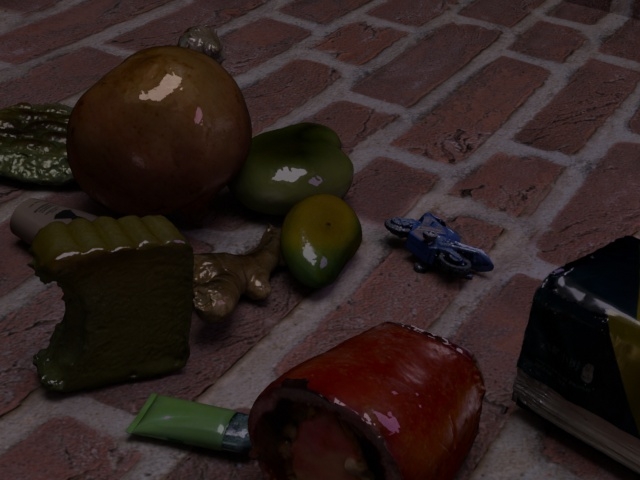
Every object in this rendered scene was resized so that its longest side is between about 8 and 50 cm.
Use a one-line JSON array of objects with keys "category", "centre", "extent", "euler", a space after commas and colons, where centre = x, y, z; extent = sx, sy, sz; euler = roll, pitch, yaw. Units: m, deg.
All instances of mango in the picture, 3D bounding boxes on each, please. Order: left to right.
[{"category": "mango", "centre": [-0.005, -0.004, 2.018], "extent": [0.137, 0.091, 0.237], "euler": [32, 31, 5]}]

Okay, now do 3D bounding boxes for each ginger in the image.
[{"category": "ginger", "centre": [-0.141, 0.053, 1.921], "extent": [0.148, 0.081, 0.333], "euler": [16, 21, 24]}]

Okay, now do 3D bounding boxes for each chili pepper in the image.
[{"category": "chili pepper", "centre": [0.065, 0.246, 1.534], "extent": [0.251, 0.229, 0.305], "euler": [16, 21, 21]}]

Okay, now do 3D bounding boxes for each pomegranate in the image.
[{"category": "pomegranate", "centre": [-0.276, -0.173, 2.078], "extent": [0.338, 0.338, 0.338], "euler": [5, 30, -3]}]

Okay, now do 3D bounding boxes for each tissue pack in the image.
[{"category": "tissue pack", "centre": [0.516, 0.198, 1.639], "extent": [0.416, 0.253, 0.264], "euler": [31, 38, 33]}]

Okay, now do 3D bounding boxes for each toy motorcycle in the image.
[{"category": "toy motorcycle", "centre": [0.209, 0.006, 2.090], "extent": [0.114, 0.076, 0.205], "euler": [-10, 34, -39]}]

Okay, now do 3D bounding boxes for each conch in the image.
[{"category": "conch", "centre": [-0.315, -0.387, 2.580], "extent": [0.178, 0.163, 0.245], "euler": [0, -3, -44]}]

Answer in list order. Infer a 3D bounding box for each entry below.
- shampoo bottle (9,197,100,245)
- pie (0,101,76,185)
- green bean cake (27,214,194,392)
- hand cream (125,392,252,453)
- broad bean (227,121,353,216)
[{"category": "shampoo bottle", "centre": [-0.399, 0.001, 1.957], "extent": [0.257, 0.078, 0.127], "euler": [22, 32, 22]}, {"category": "pie", "centre": [-0.542, -0.191, 2.269], "extent": [0.306, 0.071, 0.306], "euler": [4, 29, -2]}, {"category": "green bean cake", "centre": [-0.309, 0.085, 1.678], "extent": [0.233, 0.236, 0.124], "euler": [-8, 30, -28]}, {"category": "hand cream", "centre": [-0.169, 0.254, 1.606], "extent": [0.175, 0.046, 0.095], "euler": [7, 30, 14]}, {"category": "broad bean", "centre": [-0.052, -0.136, 2.226], "extent": [0.238, 0.119, 0.291], "euler": [19, 33, 19]}]
